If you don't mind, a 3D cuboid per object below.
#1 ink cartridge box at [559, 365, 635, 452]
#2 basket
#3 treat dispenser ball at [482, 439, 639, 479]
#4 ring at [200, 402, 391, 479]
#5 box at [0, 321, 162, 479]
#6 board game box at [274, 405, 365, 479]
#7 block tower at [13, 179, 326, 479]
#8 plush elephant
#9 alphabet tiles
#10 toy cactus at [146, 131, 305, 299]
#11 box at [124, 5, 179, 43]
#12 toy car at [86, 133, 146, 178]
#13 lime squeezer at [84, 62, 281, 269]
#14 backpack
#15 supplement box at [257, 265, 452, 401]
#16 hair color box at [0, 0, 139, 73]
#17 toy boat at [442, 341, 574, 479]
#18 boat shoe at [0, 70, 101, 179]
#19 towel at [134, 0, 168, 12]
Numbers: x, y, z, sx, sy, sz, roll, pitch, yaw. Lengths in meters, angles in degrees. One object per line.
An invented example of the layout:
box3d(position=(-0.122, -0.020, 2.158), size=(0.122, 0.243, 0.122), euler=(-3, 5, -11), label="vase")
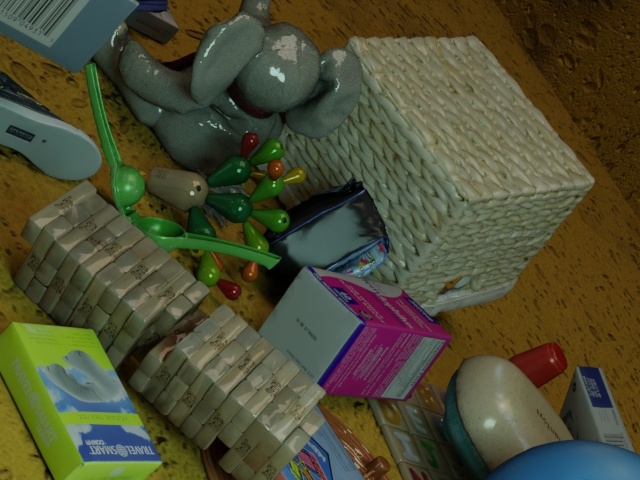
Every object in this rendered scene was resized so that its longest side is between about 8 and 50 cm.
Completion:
box3d(position=(0.362, 0.324, 1.881), size=(0.045, 0.224, 0.223), euler=(4, 32, -8), label="ink cartridge box")
box3d(position=(0.152, -0.092, 1.979), size=(0.328, 0.266, 0.331), euler=(-9, 57, -45), label="basket")
box3d(position=(0.279, 0.360, 1.489), size=(0.288, 0.288, 0.288), euler=(39, 23, -20), label="treat dispenser ball")
box3d(position=(0.006, 0.274, 1.480), size=(0.336, 0.032, 0.337), euler=(40, 22, -19), label="ring")
box3d(position=(-0.218, 0.157, 1.250), size=(0.109, 0.042, 0.178), euler=(11, 40, -56), label="box")
box3d(position=(0.009, 0.268, 1.418), size=(0.281, 0.027, 0.145), euler=(56, 22, 21), label="board game box")
box3d(position=(-0.148, 0.094, 1.347), size=(0.335, 0.097, 0.091), euler=(42, 41, 4), label="block tower")
box3d(position=(-0.109, -0.216, 1.814), size=(0.272, 0.255, 0.330), euler=(23, 31, -46), label="plush elephant")
box3d(position=(0.187, 0.312, 1.783), size=(0.285, 0.011, 0.343), euler=(24, 31, -44), label="alphabet tiles")
box3d(position=(-0.125, -0.046, 1.669), size=(0.180, 0.219, 0.112), euler=(19, -16, 10), label="toy cactus")
box3d(position=(-0.298, -0.388, 2.060), size=(0.145, 0.038, 0.186), euler=(23, 33, -46), label="box")
box3d(position=(-0.257, -0.100, 1.628), size=(0.122, 0.040, 0.060), euler=(15, 37, -53), label="toy car")
box3d(position=(-0.192, -0.054, 1.572), size=(0.310, 0.110, 0.059), euler=(47, 37, -3), label="lime squeezer")
box3d(position=(0.000, 0.000, 1.795), size=(0.117, 0.158, 0.173), euler=(61, -8, -6), label="backpack")
box3d(position=(0.045, 0.118, 1.692), size=(0.111, 0.114, 0.220), euler=(43, 15, 31), label="supplement box")
box3d(position=(-0.332, -0.363, 1.487), size=(0.185, 0.113, 0.374), euler=(27, 28, -40), label="hair color box")
box3d(position=(0.251, 0.249, 1.825), size=(0.267, 0.148, 0.318), euler=(54, 24, -15), label="toy boat")
box3d(position=(-0.323, -0.135, 1.532), size=(0.183, 0.065, 0.083), euler=(28, 26, -41), label="boat shoe")
box3d(position=(-0.381, -0.433, 1.934), size=(0.336, 0.040, 0.243), euler=(46, 29, 15), label="towel")
